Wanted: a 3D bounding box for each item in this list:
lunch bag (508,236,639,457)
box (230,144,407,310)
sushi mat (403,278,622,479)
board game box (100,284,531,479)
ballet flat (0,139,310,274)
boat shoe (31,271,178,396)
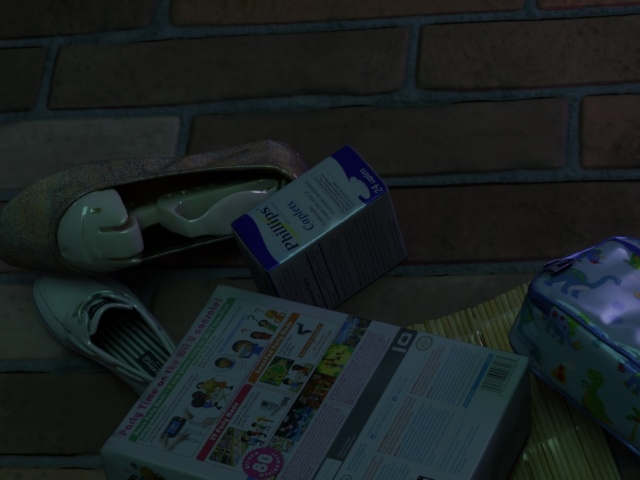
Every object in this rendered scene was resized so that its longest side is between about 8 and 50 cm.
[{"bbox_3d":[0.286,0.091,1.531,0.176,0.090,0.219,-20,48,-41],"label":"lunch bag"},{"bbox_3d":[0.000,0.000,1.666,0.137,0.126,0.072,-35,58,-9],"label":"box"},{"bbox_3d":[0.175,0.185,1.572,0.151,0.019,0.316,-19,56,3],"label":"sushi mat"},{"bbox_3d":[0.001,0.171,1.525,0.303,0.097,0.224,14,44,22],"label":"board game box"},{"bbox_3d":[-0.157,-0.027,1.698,0.316,0.107,0.106,-16,28,-8],"label":"ballet flat"},{"bbox_3d":[-0.195,0.078,1.695,0.226,0.076,0.083,32,70,28],"label":"boat shoe"}]
